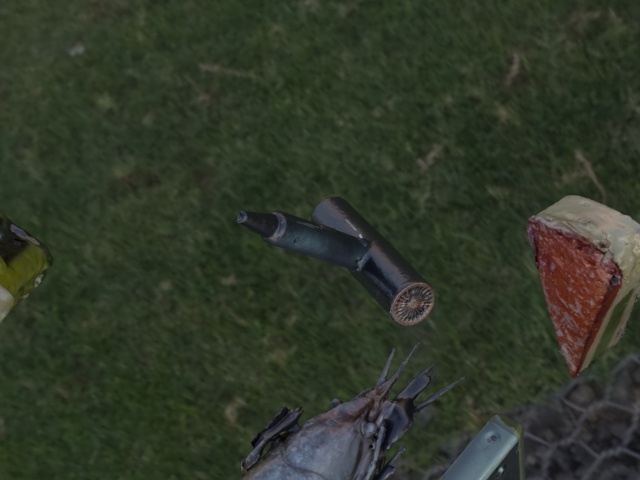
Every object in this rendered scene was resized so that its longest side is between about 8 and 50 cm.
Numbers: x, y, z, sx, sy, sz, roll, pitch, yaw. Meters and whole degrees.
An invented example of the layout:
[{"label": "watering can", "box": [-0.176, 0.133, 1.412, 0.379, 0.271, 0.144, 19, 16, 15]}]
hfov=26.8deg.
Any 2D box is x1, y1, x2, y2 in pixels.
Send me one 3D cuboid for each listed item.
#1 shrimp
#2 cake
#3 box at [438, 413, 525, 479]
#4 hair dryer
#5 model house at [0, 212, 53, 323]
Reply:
[{"label": "shrimp", "box": [0.005, 0.234, 1.337, 0.343, 0.145, 0.116, -43, 49, -16]}, {"label": "cake", "box": [0.301, 0.059, 1.410, 0.086, 0.220, 0.116, -34, 31, -22]}, {"label": "box", "box": [0.155, 0.326, 1.469, 0.045, 0.270, 0.211, 32, 65, 27]}, {"label": "hair dryer", "box": [-0.010, -0.008, 1.190, 0.050, 0.195, 0.173, -58, 36, 11]}, {"label": "model house", "box": [-0.394, 0.046, 1.245, 0.175, 0.193, 0.234, -41, 11, 20]}]
